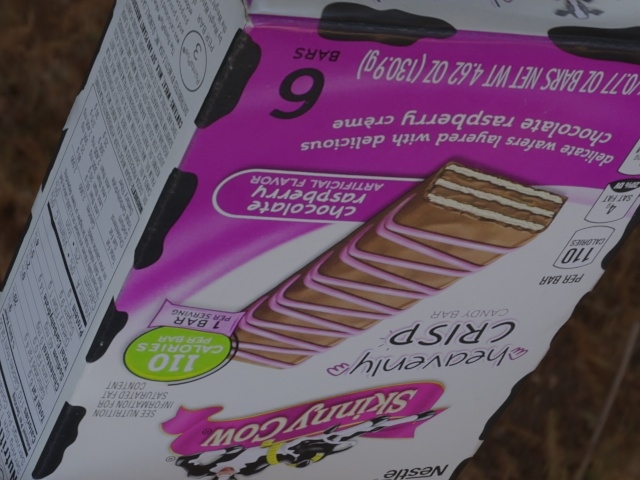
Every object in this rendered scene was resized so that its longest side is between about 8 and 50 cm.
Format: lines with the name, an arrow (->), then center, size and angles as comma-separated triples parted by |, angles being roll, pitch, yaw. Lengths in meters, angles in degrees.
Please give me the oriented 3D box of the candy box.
candy box -> 0.000, 0.000, 0.586 | 0.159, 0.233, 0.071 | 0, 50, -28
